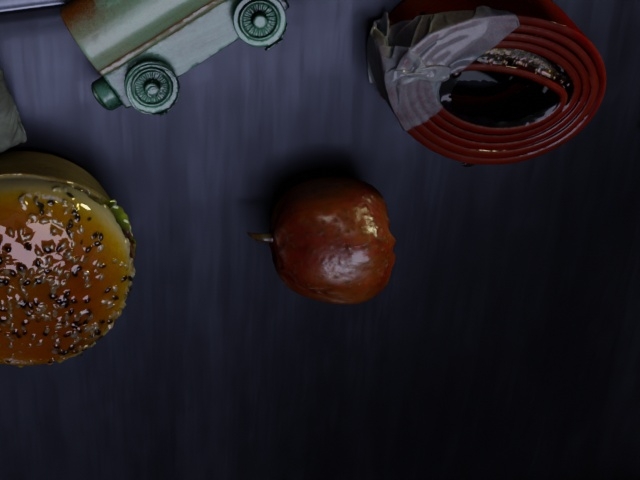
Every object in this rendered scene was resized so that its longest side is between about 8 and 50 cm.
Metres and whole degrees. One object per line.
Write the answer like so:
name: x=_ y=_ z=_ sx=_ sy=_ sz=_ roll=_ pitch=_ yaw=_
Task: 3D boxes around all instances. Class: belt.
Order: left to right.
belt: x=0.212 y=-0.218 z=1.574 sx=0.323 sy=0.115 sz=0.227 roll=3 pitch=123 yaw=-20

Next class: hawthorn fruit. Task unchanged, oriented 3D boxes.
hawthorn fruit: x=0.000 y=0.000 z=1.630 sx=0.200 sy=0.179 sz=0.179 roll=2 pitch=125 yaw=-15

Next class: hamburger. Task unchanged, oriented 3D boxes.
hamburger: x=-0.375 y=0.028 z=1.522 sx=0.300 sy=0.176 sz=0.300 roll=-9 pitch=129 yaw=-12

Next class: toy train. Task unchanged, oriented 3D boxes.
toy train: x=-0.170 y=-0.275 z=1.416 sx=0.285 sy=0.116 sz=0.177 roll=-31 pitch=117 yaw=6

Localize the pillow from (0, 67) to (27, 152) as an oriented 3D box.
pillow: x=-0.453 y=-0.143 z=1.435 sx=0.181 sy=0.078 sz=0.134 roll=-23 pitch=136 yaw=-7
